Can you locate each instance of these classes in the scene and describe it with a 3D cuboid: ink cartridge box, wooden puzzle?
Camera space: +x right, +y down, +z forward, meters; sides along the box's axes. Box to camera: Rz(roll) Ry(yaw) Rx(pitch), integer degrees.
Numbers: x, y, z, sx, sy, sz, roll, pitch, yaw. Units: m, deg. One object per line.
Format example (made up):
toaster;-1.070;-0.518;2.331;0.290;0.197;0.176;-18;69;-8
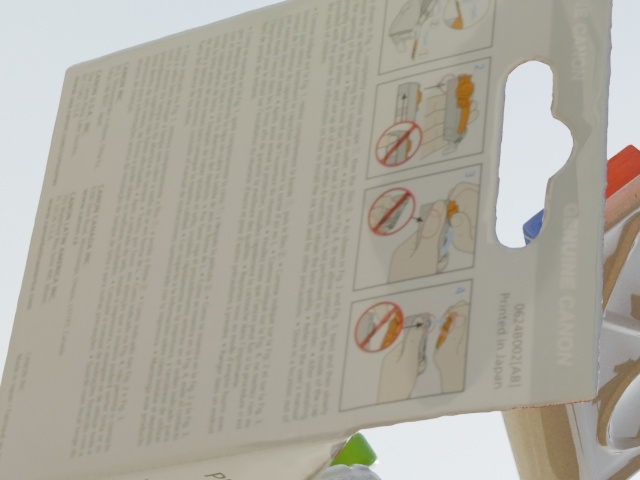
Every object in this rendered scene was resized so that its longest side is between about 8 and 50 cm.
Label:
ink cartridge box;0.000;0.000;1.082;0.385;0.308;0.091;-12;-36;28
wooden puzzle;0.258;0.010;1.291;0.080;0.348;0.322;51;-11;36

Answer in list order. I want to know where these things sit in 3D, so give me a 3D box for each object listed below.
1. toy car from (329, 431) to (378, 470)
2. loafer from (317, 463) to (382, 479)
toy car;-0.079;0.165;1.442;0.155;0.188;0.149;54;-18;13
loafer;0.022;0.293;1.228;0.111;0.112;0.319;-128;-154;-52
